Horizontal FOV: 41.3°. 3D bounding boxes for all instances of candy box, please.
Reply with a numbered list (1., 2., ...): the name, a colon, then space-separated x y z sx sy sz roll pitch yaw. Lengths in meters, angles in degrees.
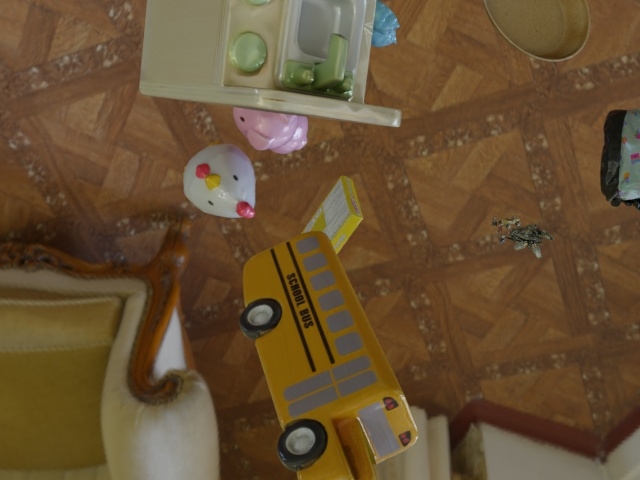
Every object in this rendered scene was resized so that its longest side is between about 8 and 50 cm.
1. candy box: 0.000 0.000 1.409 0.027 0.105 0.206 18 126 -27

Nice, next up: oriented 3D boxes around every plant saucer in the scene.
1. plant saucer: 0.133 -0.149 0.540 0.083 0.083 0.015 26 155 -15

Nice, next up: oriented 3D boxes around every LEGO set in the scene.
1. LEGO set: 0.197 -0.011 0.834 0.054 0.083 0.023 -9 118 -29

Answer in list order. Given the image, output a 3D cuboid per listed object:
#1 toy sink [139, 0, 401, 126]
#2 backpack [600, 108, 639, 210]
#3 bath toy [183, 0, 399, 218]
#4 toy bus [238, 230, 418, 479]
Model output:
1. toy sink: -0.044 -0.183 0.774 0.153 0.234 0.131 2 100 -35
2. backpack: 0.492 -0.118 1.195 0.182 0.115 0.151 3 90 32
3. bath toy: -0.046 -0.165 1.074 0.151 0.129 0.348 32 102 -41
4. toy bus: 0.004 0.139 0.895 0.130 0.332 0.108 -23 130 -2
